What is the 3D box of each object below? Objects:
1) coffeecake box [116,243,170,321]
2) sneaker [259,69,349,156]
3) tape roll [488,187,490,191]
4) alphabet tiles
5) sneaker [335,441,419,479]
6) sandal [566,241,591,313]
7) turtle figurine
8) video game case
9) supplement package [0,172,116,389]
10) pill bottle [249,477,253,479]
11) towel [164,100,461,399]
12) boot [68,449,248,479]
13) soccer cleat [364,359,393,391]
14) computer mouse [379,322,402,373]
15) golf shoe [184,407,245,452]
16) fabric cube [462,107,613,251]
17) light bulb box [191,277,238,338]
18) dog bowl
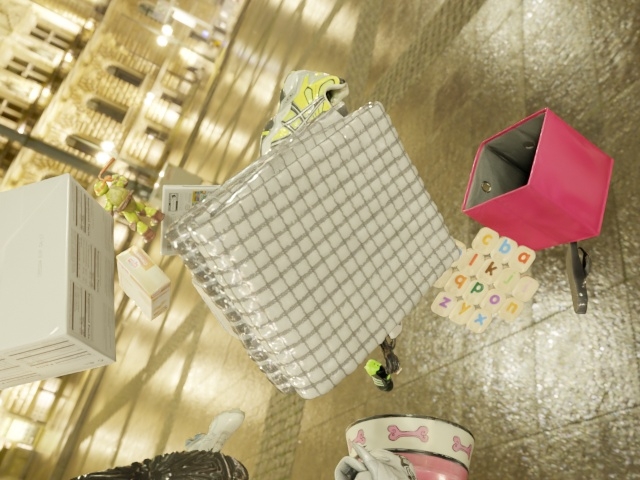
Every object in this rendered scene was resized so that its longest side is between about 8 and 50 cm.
[{"bbox_3d":[-0.475,0.116,1.639,0.068,0.142,0.185,-38,-13,-29],"label":"coffeecake box"},{"bbox_3d":[-0.035,-0.254,1.435,0.147,0.145,0.384,2,64,22],"label":"sneaker"},{"bbox_3d":[0.633,-0.106,1.938,0.072,0.219,0.219,-65,17,10],"label":"tape roll"},{"bbox_3d":[0.437,0.110,1.649,0.277,0.284,0.021,-62,8,19],"label":"alphabet tiles"},{"bbox_3d":[0.113,0.533,1.380,0.137,0.210,0.366,-54,11,-4],"label":"sneaker"},{"bbox_3d":[0.706,0.093,1.651,0.097,0.055,0.254,74,-160,-48],"label":"sandal"},{"bbox_3d":[-0.529,-0.105,1.654,0.087,0.217,0.269,-32,35,26],"label":"turtle figurine"},{"bbox_3d":[-0.363,-0.058,1.795,0.026,0.207,0.226,-122,37,-53],"label":"video game case"},{"bbox_3d":[-0.437,0.066,0.920,0.145,0.204,0.261,67,-170,-60],"label":"supplement package"},{"bbox_3d":[-0.187,0.772,1.692,0.319,0.176,0.176,14,77,32],"label":"pill bottle"},{"bbox_3d":[0.000,0.000,0.690,0.284,0.235,0.121,-42,19,-31],"label":"towel"},{"bbox_3d":[-0.306,0.535,1.117,0.131,0.348,0.260,-126,36,-63],"label":"boot"},{"bbox_3d":[0.214,0.470,2.081,0.072,0.179,0.060,9,57,44],"label":"soccer cleat"},{"bbox_3d":[0.102,0.111,0.945,0.106,0.042,0.192,-97,5,-62],"label":"computer mouse"},{"bbox_3d":[-0.237,0.464,1.413,0.176,0.069,0.086,-43,35,12],"label":"golf shoe"},{"bbox_3d":[0.587,-0.151,1.658,0.259,0.258,0.254,-26,39,59],"label":"fabric cube"},{"bbox_3d":[-0.107,0.134,1.751,0.358,0.225,0.361,-40,35,-22],"label":"light bulb box"},{"bbox_3d":[0.276,0.685,1.900,0.408,0.408,0.150,-45,30,48],"label":"dog bowl"}]
